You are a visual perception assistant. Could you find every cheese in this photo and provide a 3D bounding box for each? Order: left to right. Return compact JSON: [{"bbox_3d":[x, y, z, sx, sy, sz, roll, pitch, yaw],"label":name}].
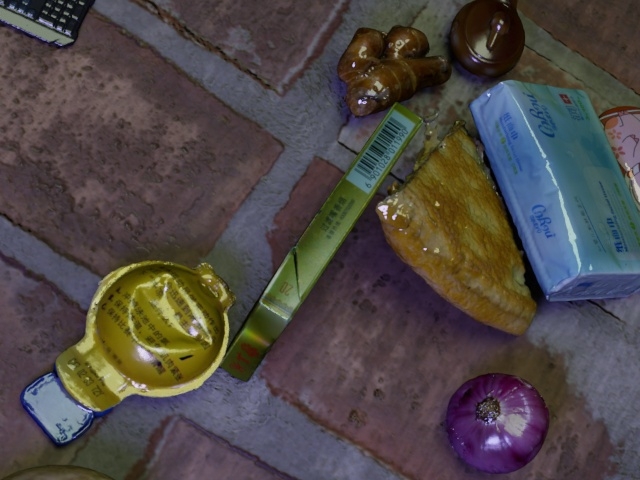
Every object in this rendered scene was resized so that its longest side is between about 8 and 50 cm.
[{"bbox_3d":[-0.200,0.113,1.611,0.250,0.064,0.156,-37,80,-22],"label":"cheese"}]

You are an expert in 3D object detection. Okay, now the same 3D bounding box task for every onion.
[{"bbox_3d":[0.197,0.203,1.703,0.104,0.115,0.115,36,41,-56],"label":"onion"}]

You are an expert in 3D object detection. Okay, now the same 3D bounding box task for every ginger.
[{"bbox_3d":[0.081,-0.215,1.881,0.162,0.073,0.103,-23,88,-35],"label":"ginger"}]

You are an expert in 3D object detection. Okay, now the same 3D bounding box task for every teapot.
[{"bbox_3d":[0.218,-0.267,1.952,0.098,0.078,0.129,28,58,-6],"label":"teapot"}]

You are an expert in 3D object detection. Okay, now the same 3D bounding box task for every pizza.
[{"bbox_3d":[0.162,-0.033,1.801,0.280,0.075,0.288,44,33,-27],"label":"pizza"}]

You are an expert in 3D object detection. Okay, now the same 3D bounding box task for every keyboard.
[{"bbox_3d":[-0.392,-0.312,1.780,0.262,0.016,0.106,24,58,-8],"label":"keyboard"}]

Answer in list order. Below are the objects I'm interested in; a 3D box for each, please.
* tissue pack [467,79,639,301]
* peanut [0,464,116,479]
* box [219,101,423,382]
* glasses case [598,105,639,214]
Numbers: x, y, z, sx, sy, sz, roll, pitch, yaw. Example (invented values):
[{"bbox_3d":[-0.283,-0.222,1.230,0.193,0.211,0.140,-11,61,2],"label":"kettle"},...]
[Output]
[{"bbox_3d":[0.298,-0.061,1.848,0.177,0.089,0.263,0,61,-43],"label":"tissue pack"},{"bbox_3d":[-0.284,0.293,1.456,0.253,0.122,0.137,-31,78,-35],"label":"peanut"},{"bbox_3d":[0.000,0.000,1.678,0.043,0.173,0.311,34,58,0],"label":"box"},{"bbox_3d":[0.419,-0.047,1.924,0.103,0.067,0.267,-12,69,-24],"label":"glasses case"}]
